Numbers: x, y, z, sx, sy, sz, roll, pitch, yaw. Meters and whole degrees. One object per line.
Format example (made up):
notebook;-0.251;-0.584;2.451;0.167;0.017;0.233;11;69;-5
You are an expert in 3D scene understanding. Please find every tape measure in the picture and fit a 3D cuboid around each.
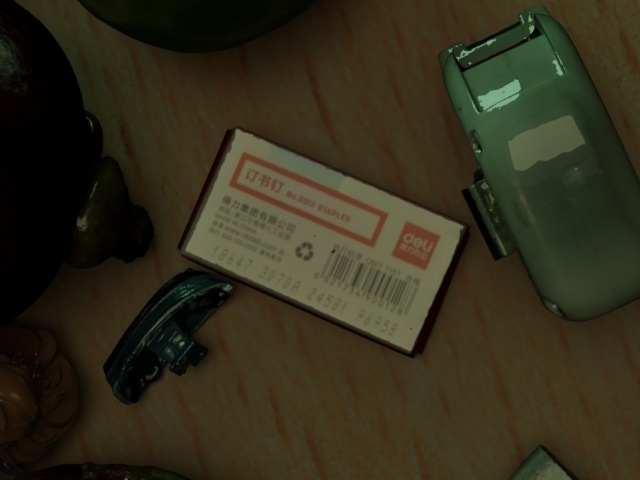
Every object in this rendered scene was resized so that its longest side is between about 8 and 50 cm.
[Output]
tape measure;0.174;-0.058;1.440;0.125;0.246;0.243;-26;90;9

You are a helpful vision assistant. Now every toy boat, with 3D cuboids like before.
toy boat;-0.125;0.083;1.550;0.061;0.060;0.137;39;89;26

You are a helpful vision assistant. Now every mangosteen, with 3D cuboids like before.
mangosteen;-0.298;-0.059;1.472;0.293;0.297;0.297;14;88;10

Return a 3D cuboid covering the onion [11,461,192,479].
onion;-0.165;0.324;1.448;0.337;0.260;0.282;20;94;8

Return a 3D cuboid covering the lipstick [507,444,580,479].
lipstick;0.121;0.282;1.497;0.077;0.079;0.253;44;94;8

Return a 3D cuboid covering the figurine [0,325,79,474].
figurine;-0.257;0.131;1.529;0.114;0.157;0.126;9;82;-13

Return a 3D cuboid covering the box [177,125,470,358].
box;0.000;0.000;1.544;0.229;0.050;0.123;23;88;9

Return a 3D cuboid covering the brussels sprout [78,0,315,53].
brussels sprout;-0.111;-0.318;1.469;0.268;0.344;0.344;-10;84;37
